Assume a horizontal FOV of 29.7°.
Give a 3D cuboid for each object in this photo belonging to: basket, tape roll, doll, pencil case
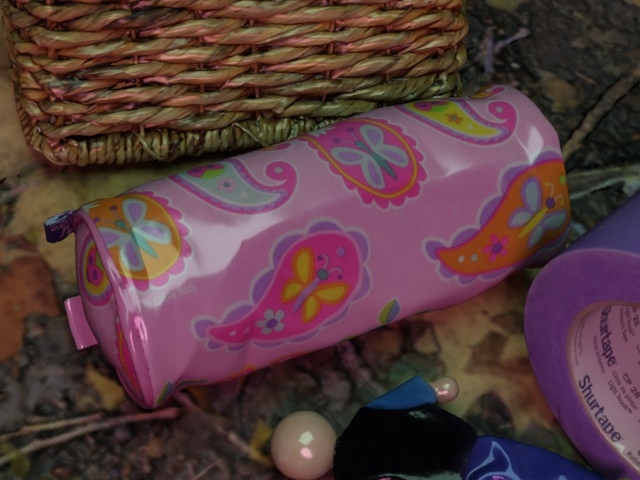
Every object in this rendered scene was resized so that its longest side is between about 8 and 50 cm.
[{"bbox_3d":[-0.068,-0.193,0.813,0.299,0.223,0.213,-9,24,-13],"label":"basket"},{"bbox_3d":[0.200,0.065,0.613,0.080,0.189,0.189,-35,67,-26],"label":"tape roll"},{"bbox_3d":[0.064,0.132,0.636,0.189,0.046,0.129,18,54,4],"label":"doll"},{"bbox_3d":[0.000,0.000,0.677,0.284,0.124,0.124,-20,60,-19],"label":"pencil case"}]
